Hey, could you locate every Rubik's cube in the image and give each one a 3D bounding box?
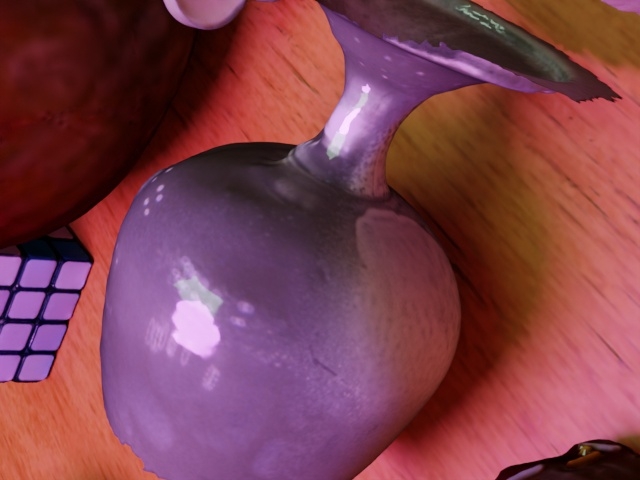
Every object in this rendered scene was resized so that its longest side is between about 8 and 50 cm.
[{"bbox_3d":[-0.344,0.038,1.096,0.151,0.154,0.155,42,117,40],"label":"Rubik's cube"}]

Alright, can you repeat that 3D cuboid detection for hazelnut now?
[{"bbox_3d":[-0.293,-0.201,0.933,0.420,0.352,0.421,-12,67,30],"label":"hazelnut"}]

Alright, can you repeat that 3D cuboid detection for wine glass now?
[{"bbox_3d":[0.000,0.000,0.682,0.238,0.238,0.323,46,121,39],"label":"wine glass"}]

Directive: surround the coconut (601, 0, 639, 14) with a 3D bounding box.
[{"bbox_3d":[0.191,-0.246,0.458,0.323,0.323,0.323,-6,82,47],"label":"coconut"}]

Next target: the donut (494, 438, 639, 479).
[{"bbox_3d":[0.132,0.235,0.607,0.230,0.096,0.216,-40,58,37],"label":"donut"}]

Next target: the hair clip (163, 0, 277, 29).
[{"bbox_3d":[-0.053,-0.260,0.823,0.218,0.159,0.071,-55,36,4],"label":"hair clip"}]
